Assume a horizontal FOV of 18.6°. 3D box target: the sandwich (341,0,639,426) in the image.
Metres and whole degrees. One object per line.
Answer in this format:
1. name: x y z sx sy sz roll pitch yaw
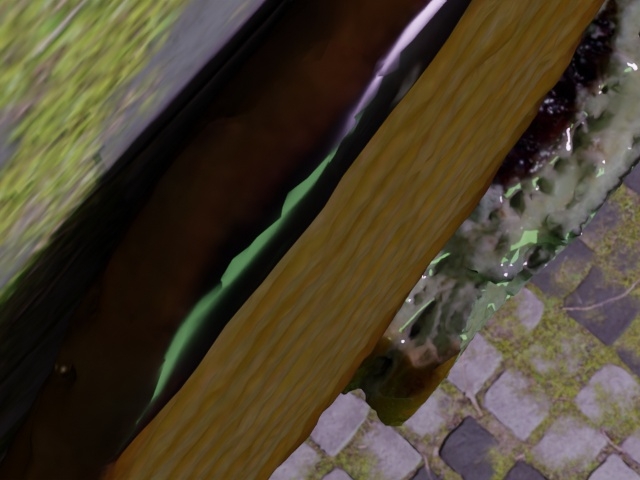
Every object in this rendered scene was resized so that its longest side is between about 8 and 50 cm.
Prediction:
1. sandwich: 0.107 -0.052 0.987 0.254 0.099 0.288 -45 175 -40

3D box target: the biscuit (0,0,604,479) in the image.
1. biscuit: 0.000 0.000 0.598 0.318 0.040 0.318 -51 170 -13

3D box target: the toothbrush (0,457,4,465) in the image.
1. toothbrush: -0.169 0.157 0.607 0.342 0.025 0.030 -46 173 -16
